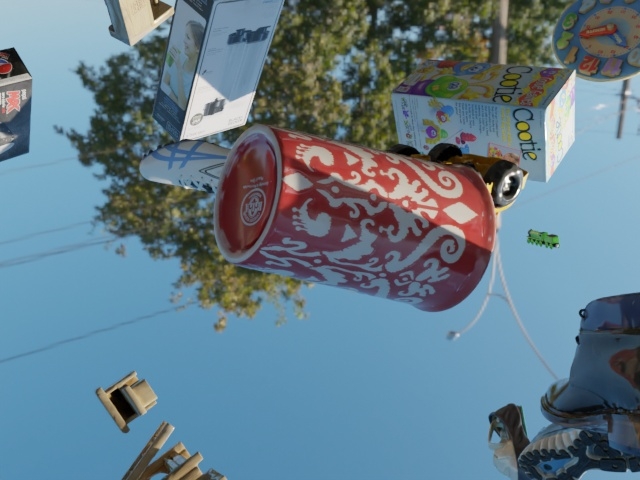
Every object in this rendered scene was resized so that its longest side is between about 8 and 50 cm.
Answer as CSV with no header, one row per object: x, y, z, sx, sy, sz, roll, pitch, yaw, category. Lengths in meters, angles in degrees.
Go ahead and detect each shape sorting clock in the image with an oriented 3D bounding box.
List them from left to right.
0.524,-0.376,1.235,0.206,0.206,0.040,14,170,31,shape sorting clock

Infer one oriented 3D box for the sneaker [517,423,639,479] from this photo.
0.264,0.180,0.655,0.162,0.063,0.073,-33,-172,40,sneaker

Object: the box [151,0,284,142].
-0.181,-0.324,1.204,0.087,0.290,0.169,44,-135,20,box

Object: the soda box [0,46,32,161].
-0.416,-0.171,0.894,0.060,0.169,0.053,-26,-104,-33,soda box

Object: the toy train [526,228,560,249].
0.350,-0.003,1.084,0.017,0.023,0.083,-12,-169,-12,toy train

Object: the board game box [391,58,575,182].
0.286,-0.217,1.204,0.275,0.144,0.142,15,-134,33,board game box

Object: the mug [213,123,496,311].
0.012,-0.005,0.487,0.169,0.150,0.113,11,-131,-33,mug

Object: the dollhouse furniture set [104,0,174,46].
-0.258,-0.304,0.716,0.129,0.183,0.129,30,-120,19,dollhouse furniture set

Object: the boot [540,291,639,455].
0.225,0.094,0.511,0.082,0.106,0.219,8,174,-1,boot

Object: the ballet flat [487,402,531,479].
0.291,0.318,1.039,0.074,0.074,0.203,0,-160,4,ballet flat

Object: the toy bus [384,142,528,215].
0.180,-0.027,1.006,0.220,0.211,0.149,-10,-156,-37,toy bus

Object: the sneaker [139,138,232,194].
-0.152,-0.096,1.010,0.237,0.085,0.086,2,-111,3,sneaker

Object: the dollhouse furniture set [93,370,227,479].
-0.176,0.216,0.664,0.101,0.161,0.182,-35,-177,-23,dollhouse furniture set
